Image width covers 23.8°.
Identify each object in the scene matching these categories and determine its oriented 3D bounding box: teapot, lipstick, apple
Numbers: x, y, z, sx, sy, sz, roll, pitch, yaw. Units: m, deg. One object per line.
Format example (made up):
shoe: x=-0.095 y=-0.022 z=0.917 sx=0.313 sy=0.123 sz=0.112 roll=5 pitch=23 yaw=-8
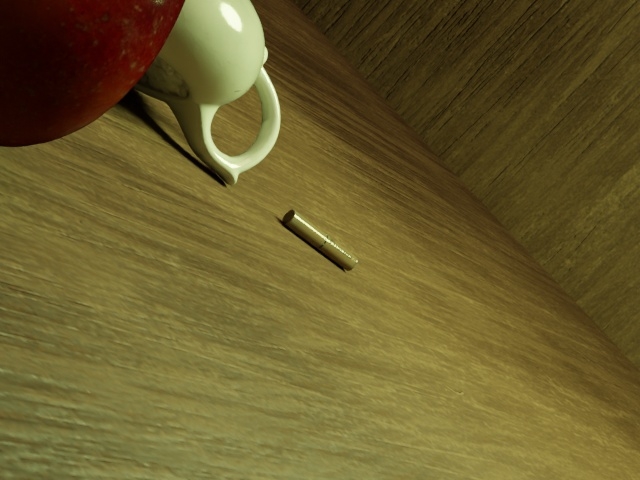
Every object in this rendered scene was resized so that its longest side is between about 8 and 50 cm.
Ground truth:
teapot: x=-0.142 y=-0.181 z=1.397 sx=0.299 sy=0.166 sz=0.208 roll=46 pitch=-32 yaw=-25
lipstick: x=0.000 y=0.000 z=1.529 sx=0.094 sy=0.019 sz=0.019 roll=37 pitch=13 yaw=-32
apple: x=-0.197 y=-0.170 z=0.957 sx=0.201 sy=0.218 sz=0.218 roll=44 pitch=9 yaw=-33
